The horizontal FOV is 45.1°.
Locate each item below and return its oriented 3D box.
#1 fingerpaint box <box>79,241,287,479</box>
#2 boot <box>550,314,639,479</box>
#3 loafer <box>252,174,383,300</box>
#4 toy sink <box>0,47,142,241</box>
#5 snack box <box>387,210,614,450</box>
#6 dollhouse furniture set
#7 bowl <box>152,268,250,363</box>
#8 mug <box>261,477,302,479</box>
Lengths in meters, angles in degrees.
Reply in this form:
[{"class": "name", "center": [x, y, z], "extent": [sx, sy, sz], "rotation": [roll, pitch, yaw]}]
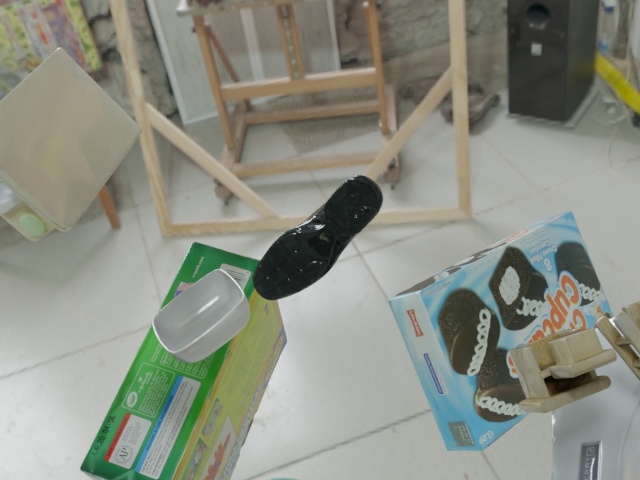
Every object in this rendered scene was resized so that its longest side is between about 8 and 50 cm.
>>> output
[{"class": "fingerpaint box", "center": [-0.230, 0.289, 1.450], "extent": [0.163, 0.371, 0.445], "rotation": [16, 63, 13]}, {"class": "boot", "center": [0.258, 0.196, 0.641], "extent": [0.095, 0.123, 0.258], "rotation": [-17, 39, 48]}, {"class": "loafer", "center": [0.000, 0.000, 0.813], "extent": [0.170, 0.062, 0.061], "rotation": [-40, -1, 9]}, {"class": "toy sink", "center": [-0.355, -0.103, 0.960], "extent": [0.131, 0.153, 0.234], "rotation": [-30, 27, 30]}, {"class": "snack box", "center": [0.237, 0.099, 0.940], "extent": [0.322, 0.187, 0.060], "rotation": [-23, 2, -39]}, {"class": "dollhouse furniture set", "center": [0.232, 0.087, 0.478], "extent": [0.161, 0.182, 0.101], "rotation": [-18, 82, -10]}, {"class": "bowl", "center": [-0.173, 0.120, 1.151], "extent": [0.142, 0.053, 0.142], "rotation": [-37, 30, -10]}, {"class": "mug", "center": [-0.046, 0.267, 0.593], "extent": [0.157, 0.097, 0.129], "rotation": [-6, 47, -13]}]
